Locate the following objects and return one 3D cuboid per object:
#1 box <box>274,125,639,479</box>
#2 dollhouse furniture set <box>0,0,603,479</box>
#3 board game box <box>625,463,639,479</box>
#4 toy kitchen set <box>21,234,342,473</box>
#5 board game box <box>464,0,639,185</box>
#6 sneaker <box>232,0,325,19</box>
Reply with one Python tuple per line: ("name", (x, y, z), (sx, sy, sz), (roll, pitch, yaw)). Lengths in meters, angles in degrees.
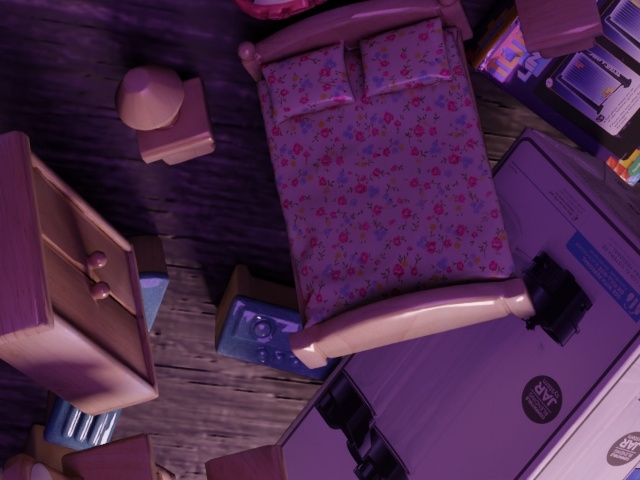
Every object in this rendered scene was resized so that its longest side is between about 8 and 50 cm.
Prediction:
("box", (0.108, 0.097, 1.087), (0.087, 0.169, 0.290), (18, 117, -46))
("dollhouse furniture set", (0.000, 0.000, 0.968), (0.355, 0.303, 0.174), (-16, 157, 11))
("board game box", (0.217, 0.258, 1.280), (0.308, 0.086, 0.302), (2, 114, -11))
("toy kitchen set", (-0.091, 0.123, 1.144), (0.166, 0.122, 0.207), (16, 111, -16))
("board game box", (0.196, -0.141, 1.115), (0.141, 0.048, 0.170), (35, 105, -20))
("sneaker", (0.044, -0.252, 1.010), (0.112, 0.121, 0.299), (38, 96, -8))
